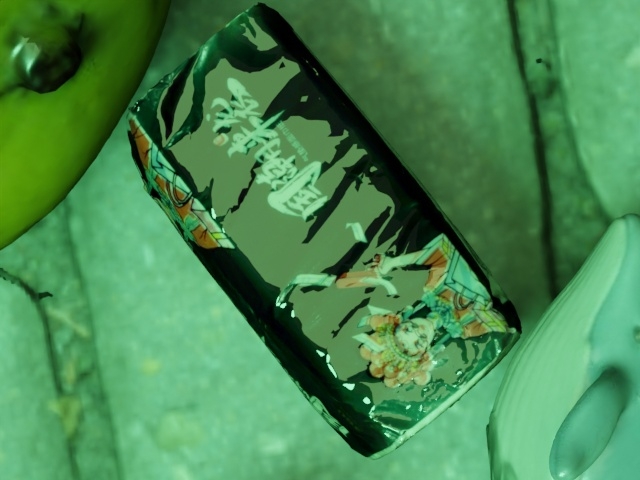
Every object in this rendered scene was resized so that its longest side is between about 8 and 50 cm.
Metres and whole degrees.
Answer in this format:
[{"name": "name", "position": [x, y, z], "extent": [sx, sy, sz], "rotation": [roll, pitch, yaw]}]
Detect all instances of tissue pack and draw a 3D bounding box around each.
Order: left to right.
[{"name": "tissue pack", "position": [0.001, 0.001, 0.633], "extent": [0.090, 0.103, 0.170], "rotation": [-40, 84, -6]}]

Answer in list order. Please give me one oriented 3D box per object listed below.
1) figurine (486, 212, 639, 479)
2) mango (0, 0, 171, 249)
[{"name": "figurine", "position": [0.152, 0.089, 0.606], "extent": [0.183, 0.128, 0.208], "rotation": [-23, 92, 0]}, {"name": "mango", "position": [-0.210, -0.194, 0.611], "extent": [0.301, 0.220, 0.445], "rotation": [-32, 66, 19]}]
